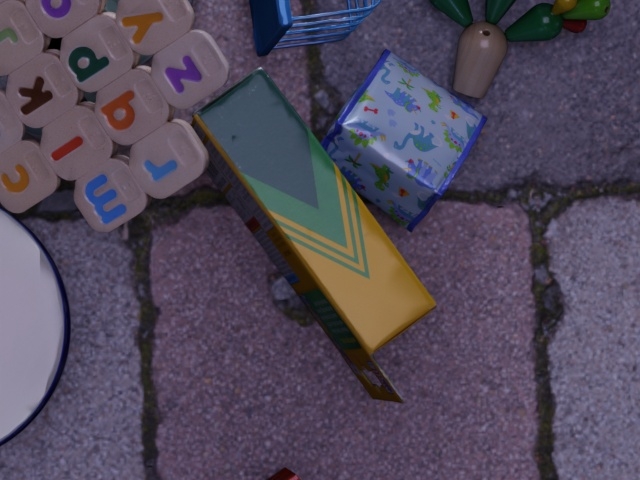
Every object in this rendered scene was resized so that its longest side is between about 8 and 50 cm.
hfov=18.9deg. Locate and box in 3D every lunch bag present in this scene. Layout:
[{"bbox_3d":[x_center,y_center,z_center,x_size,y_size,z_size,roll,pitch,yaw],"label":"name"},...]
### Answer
[{"bbox_3d":[0.082,-0.106,1.892,0.129,0.096,0.151,35,54,-3],"label":"lunch bag"}]

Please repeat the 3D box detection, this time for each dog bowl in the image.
[{"bbox_3d":[-0.370,0.082,1.824,0.264,0.104,0.265,0,86,-6],"label":"dog bowl"}]

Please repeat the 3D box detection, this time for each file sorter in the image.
[{"bbox_3d":[-0.010,-0.255,1.853,0.104,0.170,0.118,-8,87,-10],"label":"file sorter"}]

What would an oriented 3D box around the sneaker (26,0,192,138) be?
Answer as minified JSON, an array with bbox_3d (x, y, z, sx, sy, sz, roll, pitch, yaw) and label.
[{"bbox_3d":[-0.199,-0.208,1.837,0.094,0.151,0.256,38,82,-1],"label":"sneaker"}]

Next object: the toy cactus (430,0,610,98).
[{"bbox_3d":[0.170,-0.235,1.918,0.219,0.112,0.181,16,104,-7],"label":"toy cactus"}]

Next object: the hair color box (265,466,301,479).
[{"bbox_3d":[-0.025,0.258,1.831,0.043,0.141,0.072,-35,91,-7],"label":"hair color box"}]

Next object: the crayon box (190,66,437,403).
[{"bbox_3d":[0.000,0.000,1.820,0.083,0.203,0.323,-36,91,-8],"label":"crayon box"}]

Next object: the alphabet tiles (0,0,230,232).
[{"bbox_3d":[-0.223,-0.153,1.731,0.278,0.021,0.284,-30,96,27],"label":"alphabet tiles"}]
